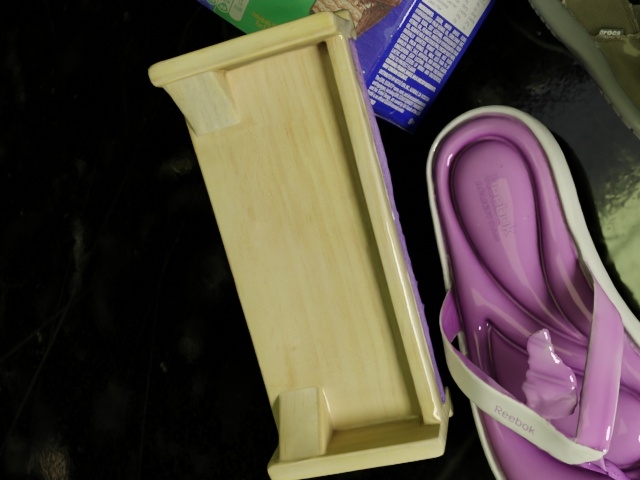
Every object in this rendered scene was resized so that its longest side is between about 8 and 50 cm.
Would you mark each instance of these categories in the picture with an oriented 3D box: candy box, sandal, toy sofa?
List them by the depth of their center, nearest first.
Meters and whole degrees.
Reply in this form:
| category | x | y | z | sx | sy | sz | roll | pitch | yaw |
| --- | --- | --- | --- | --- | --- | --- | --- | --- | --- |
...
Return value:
| category | x | y | z | sx | sy | sz | roll | pitch | yaw |
| --- | --- | --- | --- | --- | --- | --- | --- | --- | --- |
| sandal | 0.164 | 0.078 | 0.627 | 0.169 | 0.102 | 0.416 | -32 | 64 | 28 |
| toy sofa | 0.000 | 0.000 | 0.680 | 0.150 | 0.177 | 0.363 | -14 | 98 | 14 |
| candy box | 0.055 | -0.310 | 0.771 | 0.268 | 0.122 | 0.317 | 39 | 104 | 33 |

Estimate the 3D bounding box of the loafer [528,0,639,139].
| category | x | y | z | sx | sy | sz | roll | pitch | yaw |
| --- | --- | --- | --- | --- | --- | --- | --- | --- | --- |
| loafer | 0.255 | -0.140 | 0.607 | 0.087 | 0.094 | 0.251 | -44 | 58 | 27 |
